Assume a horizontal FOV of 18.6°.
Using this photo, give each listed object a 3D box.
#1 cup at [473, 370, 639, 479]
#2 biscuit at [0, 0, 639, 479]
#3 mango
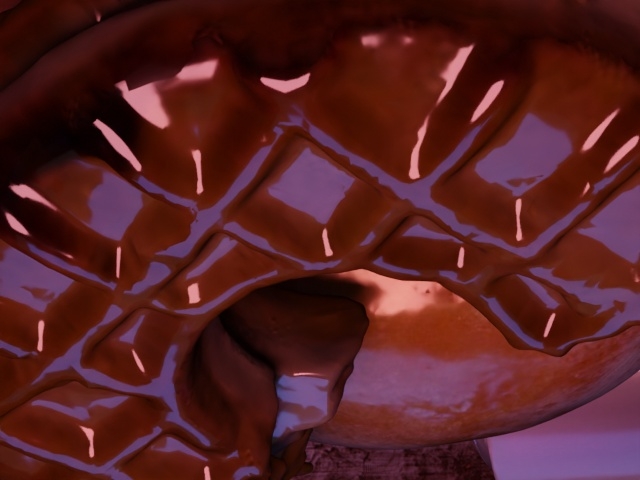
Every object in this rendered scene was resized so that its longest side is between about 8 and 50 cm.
[{"bbox_3d":[0.288,0.064,1.402,0.372,0.253,0.253,-4,174,13],"label":"cup"},{"bbox_3d":[-0.016,0.000,0.748,0.268,0.115,0.366,29,131,-29],"label":"biscuit"},{"bbox_3d":[0.000,0.000,0.988,0.384,0.198,0.221,7,-167,9],"label":"mango"}]
